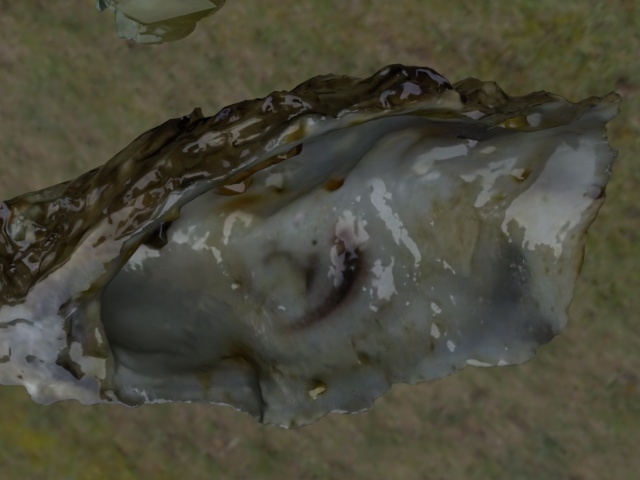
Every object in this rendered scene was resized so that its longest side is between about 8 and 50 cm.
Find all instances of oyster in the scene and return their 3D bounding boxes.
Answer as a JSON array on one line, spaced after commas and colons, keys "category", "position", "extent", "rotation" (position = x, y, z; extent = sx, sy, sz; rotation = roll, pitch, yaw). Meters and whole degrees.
[{"category": "oyster", "position": [-0.003, -0.017, 0.746], "extent": [0.111, 0.396, 0.204], "rotation": [57, 139, 35]}]

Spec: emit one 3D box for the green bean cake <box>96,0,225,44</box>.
[{"category": "green bean cake", "position": [-0.144, -0.237, 1.089], "extent": [0.233, 0.236, 0.124], "rotation": [-36, 53, 37]}]
